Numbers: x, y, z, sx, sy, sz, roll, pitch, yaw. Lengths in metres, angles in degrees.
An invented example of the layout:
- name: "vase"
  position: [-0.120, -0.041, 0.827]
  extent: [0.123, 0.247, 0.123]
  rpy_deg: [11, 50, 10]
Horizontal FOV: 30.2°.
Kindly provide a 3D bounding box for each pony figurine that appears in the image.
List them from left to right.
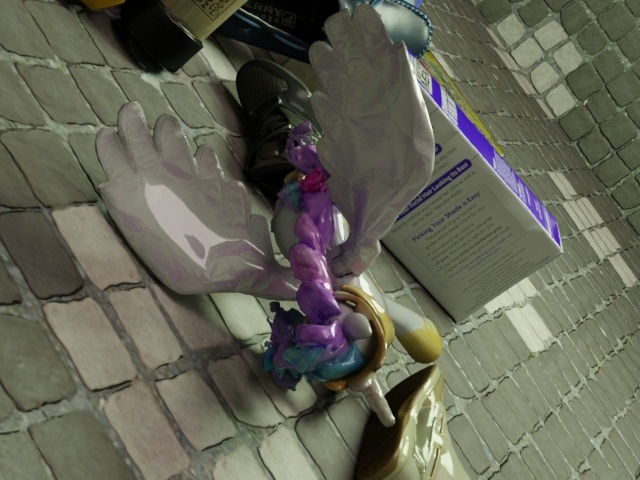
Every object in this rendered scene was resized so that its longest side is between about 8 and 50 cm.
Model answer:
- name: "pony figurine"
  position: [0.000, 0.000, 1.122]
  extent: [0.351, 0.302, 0.363]
  rpy_deg: [64, 7, 5]

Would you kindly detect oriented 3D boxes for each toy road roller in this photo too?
- name: "toy road roller"
  position: [-0.205, -0.370, 1.325]
  extent: [0.329, 0.202, 0.241]
  rpy_deg: [42, 11, -39]

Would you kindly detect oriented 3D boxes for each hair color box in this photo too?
- name: "hair color box"
  position: [0.152, -0.072, 1.607]
  extent: [0.339, 0.185, 0.110]
  rpy_deg: [46, 22, -19]

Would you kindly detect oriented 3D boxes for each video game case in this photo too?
- name: "video game case"
  position: [0.242, -0.263, 2.309]
  extent: [0.275, 0.035, 0.248]
  rpy_deg: [56, 21, 10]

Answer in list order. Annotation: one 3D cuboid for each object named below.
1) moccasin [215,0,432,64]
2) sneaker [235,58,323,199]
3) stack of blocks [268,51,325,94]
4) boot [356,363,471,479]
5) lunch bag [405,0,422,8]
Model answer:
- name: "moccasin"
  position: [0.003, -0.282, 1.564]
  extent: [0.341, 0.138, 0.117]
  rpy_deg: [1, 6, -24]
- name: "sneaker"
  position: [-0.049, -0.130, 1.412]
  extent: [0.228, 0.087, 0.130]
  rpy_deg: [66, 17, 17]
- name: "stack of blocks"
  position: [0.039, -0.224, 1.743]
  extent: [0.297, 0.087, 0.171]
  rpy_deg: [57, 21, 10]
- name: "boot"
  position: [0.124, 0.235, 1.218]
  extent: [0.165, 0.077, 0.213]
  rpy_deg: [49, 26, -9]
- name: "lunch bag"
  position: [0.078, -0.480, 2.203]
  extent: [0.221, 0.138, 0.293]
  rpy_deg: [49, 30, -18]
